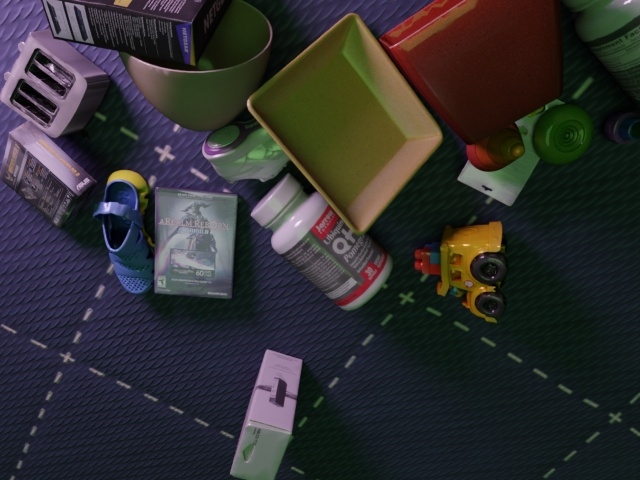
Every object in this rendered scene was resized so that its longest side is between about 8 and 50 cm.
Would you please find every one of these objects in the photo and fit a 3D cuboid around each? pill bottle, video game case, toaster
[{"bbox_3d":[0.607,-0.394,0.859,0.361,0.204,0.204,42,110,-13],"label":"pill bottle"},{"bbox_3d":[-0.308,0.010,1.171,0.196,0.026,0.274,5,108,-5],"label":"video game case"},{"bbox_3d":[0.000,0.000,1.089,0.318,0.176,0.176,42,110,-14],"label":"pill bottle"},{"bbox_3d":[-0.568,-0.328,1.024,0.186,0.110,0.168,38,112,-12],"label":"toaster"}]

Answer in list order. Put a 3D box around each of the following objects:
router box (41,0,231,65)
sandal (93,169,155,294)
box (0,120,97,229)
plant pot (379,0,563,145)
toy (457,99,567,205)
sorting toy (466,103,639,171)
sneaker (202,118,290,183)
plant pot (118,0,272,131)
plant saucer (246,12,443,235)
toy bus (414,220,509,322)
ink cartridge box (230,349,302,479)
[{"bbox_3d":[-0.298,-0.449,0.845,0.243,0.309,0.081,11,141,0],"label":"router box"},{"bbox_3d":[-0.477,-0.002,1.147,0.126,0.138,0.317,-2,115,3],"label":"sandal"},{"bbox_3d":[-0.627,-0.139,1.082,0.183,0.056,0.231,46,140,-14],"label":"box"},{"bbox_3d":[0.289,-0.338,0.879,0.267,0.267,0.236,-28,112,15],"label":"plant pot"},{"bbox_3d":[0.415,-0.212,1.033,0.137,0.056,0.237,26,108,-3],"label":"toy"},{"bbox_3d":[0.490,-0.201,0.944,0.365,0.126,0.127,-7,109,-2],"label":"sorting toy"},{"bbox_3d":[-0.100,-0.218,1.056,0.305,0.114,0.152,-18,145,1],"label":"sneaker"},{"bbox_3d":[-0.240,-0.332,0.936,0.284,0.284,0.191,10,142,0],"label":"plant pot"},{"bbox_3d":[0.055,-0.231,0.964,0.333,0.081,0.333,48,66,-15],"label":"plant saucer"},{"bbox_3d":[0.334,0.073,1.125,0.211,0.149,0.220,0,117,19],"label":"toy bus"},{"bbox_3d":[-0.136,0.457,1.245,0.114,0.273,0.197,17,114,-3],"label":"ink cartridge box"}]
